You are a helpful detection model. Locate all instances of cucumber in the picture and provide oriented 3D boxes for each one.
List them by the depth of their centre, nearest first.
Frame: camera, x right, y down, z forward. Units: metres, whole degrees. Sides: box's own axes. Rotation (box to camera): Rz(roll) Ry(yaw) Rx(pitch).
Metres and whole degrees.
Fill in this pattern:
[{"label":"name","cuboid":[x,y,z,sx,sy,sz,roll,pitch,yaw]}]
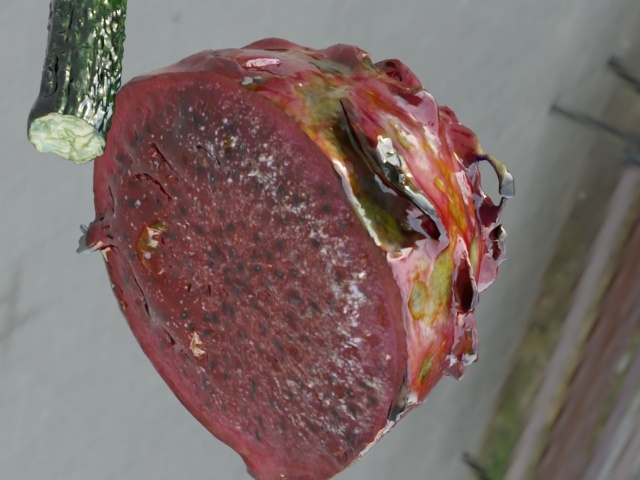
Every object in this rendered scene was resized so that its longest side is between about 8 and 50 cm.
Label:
[{"label":"cucumber","cuboid":[-0.153,-0.127,1.251,0.187,0.058,0.058,-92,-172,-46]}]

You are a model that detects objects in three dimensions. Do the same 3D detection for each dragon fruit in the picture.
[{"label":"dragon fruit","cuboid":[0.000,0.000,1.608,0.249,0.371,0.386,-29,127,-37]}]
